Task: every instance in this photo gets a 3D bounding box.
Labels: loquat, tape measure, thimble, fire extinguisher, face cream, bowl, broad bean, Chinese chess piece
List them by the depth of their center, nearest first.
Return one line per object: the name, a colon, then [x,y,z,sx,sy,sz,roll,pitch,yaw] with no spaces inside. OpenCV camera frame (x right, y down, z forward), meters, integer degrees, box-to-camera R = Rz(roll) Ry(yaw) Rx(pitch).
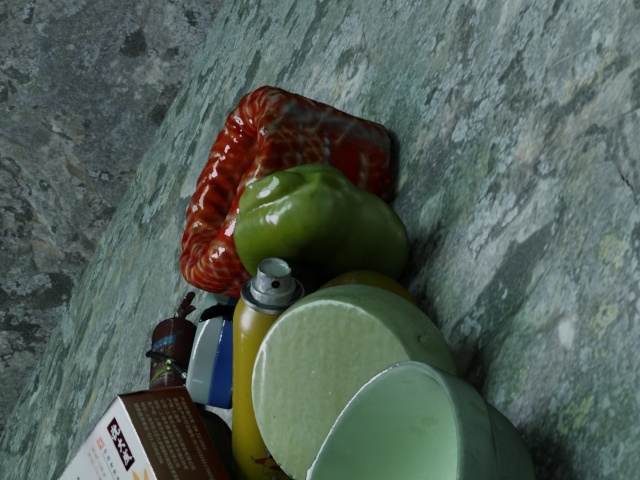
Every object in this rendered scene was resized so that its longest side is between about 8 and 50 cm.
bowl: [0.108,0.286,1.274,0.307,0.163,0.307,-53,24,36]
Chinese chess piece: [0.040,0.176,1.489,0.250,0.101,0.250,2,94,33]
loquat: [0.056,0.117,1.626,0.152,0.152,0.195,-64,18,14]
broad bean: [0.000,0.000,1.726,0.291,0.238,0.119,77,-165,-58]
face cream: [-0.068,0.179,1.747,0.105,0.105,0.348,-100,12,-57]
thimble: [-0.056,-0.062,1.992,0.350,0.231,0.350,-52,27,41]
tape measure: [-0.164,0.180,2.093,0.351,0.098,0.215,-71,-7,-81]
fire extinguisher: [-0.272,0.235,2.457,0.141,0.105,0.341,-42,30,24]

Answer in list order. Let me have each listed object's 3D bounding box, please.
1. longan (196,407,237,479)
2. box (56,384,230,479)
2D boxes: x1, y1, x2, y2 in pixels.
longan: [-0.213,0.359,2.024,0.196,0.197,0.220,-70,18,-5]
box: [-0.232,0.461,1.816,0.344,0.122,0.385,-53,55,38]
